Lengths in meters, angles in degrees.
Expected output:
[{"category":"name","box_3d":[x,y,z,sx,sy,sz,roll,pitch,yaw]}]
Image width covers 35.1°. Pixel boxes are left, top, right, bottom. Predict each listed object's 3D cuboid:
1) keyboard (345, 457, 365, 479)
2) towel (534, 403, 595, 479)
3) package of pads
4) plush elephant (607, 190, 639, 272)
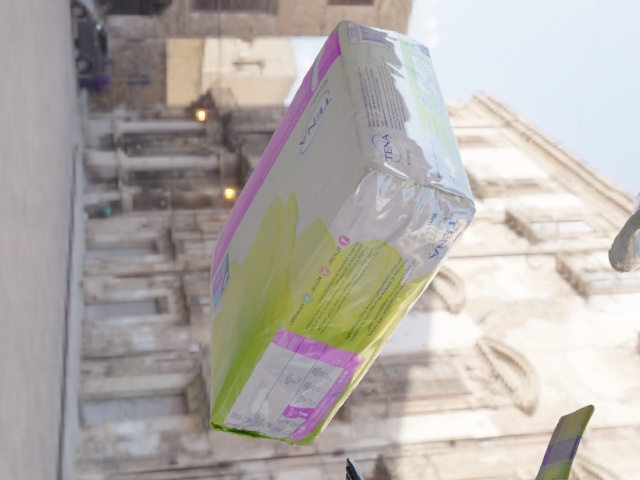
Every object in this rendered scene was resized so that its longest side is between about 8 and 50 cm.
[{"category":"keyboard","box_3d":[0.032,0.331,1.057,0.100,0.038,0.192,-131,-146,-59]},{"category":"towel","box_3d":[0.234,0.195,0.966,0.083,0.009,0.060,-60,-174,-28]},{"category":"package of pads","box_3d":[0.000,0.000,0.823,0.296,0.101,0.229,-59,-156,34]},{"category":"plush elephant","box_3d":[0.357,-0.061,0.751,0.272,0.330,0.255,-56,-176,-9]}]
